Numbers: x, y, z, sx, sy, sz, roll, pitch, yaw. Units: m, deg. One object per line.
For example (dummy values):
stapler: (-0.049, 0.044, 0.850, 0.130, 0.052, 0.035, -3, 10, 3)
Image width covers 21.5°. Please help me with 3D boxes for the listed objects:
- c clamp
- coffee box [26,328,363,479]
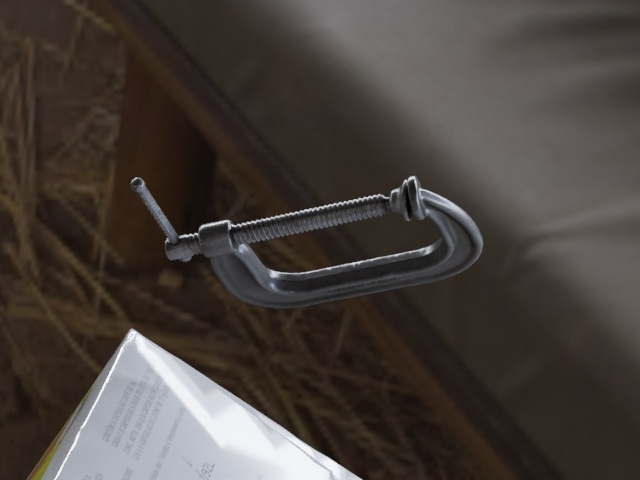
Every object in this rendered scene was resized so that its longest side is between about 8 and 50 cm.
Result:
c clamp: (0.000, 0.000, 0.856, 0.160, 0.137, 0.022, -9, 58, 7)
coffee box: (-0.125, 0.346, 1.267, 0.338, 0.334, 0.338, 34, 26, -7)
